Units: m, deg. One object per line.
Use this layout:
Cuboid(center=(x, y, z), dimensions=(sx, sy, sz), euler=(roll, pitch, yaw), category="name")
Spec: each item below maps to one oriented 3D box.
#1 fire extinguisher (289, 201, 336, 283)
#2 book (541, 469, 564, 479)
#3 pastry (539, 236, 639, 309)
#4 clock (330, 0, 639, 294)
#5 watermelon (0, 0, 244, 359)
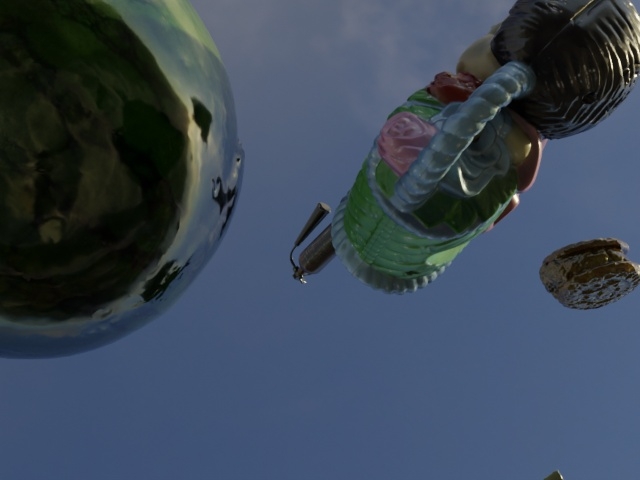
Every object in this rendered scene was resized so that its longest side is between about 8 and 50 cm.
Cuboid(center=(-0.005, 0.000, 1.166), dimensions=(0.046, 0.032, 0.100), euler=(48, -52, 3), category="fire extinguisher")
Cuboid(center=(0.232, 0.406, 1.309), dimensions=(0.201, 0.026, 0.289), euler=(-30, -98, -11), category="book")
Cuboid(center=(0.293, 0.034, 1.419), dimensions=(0.109, 0.057, 0.097), euler=(-14, -26, 2), category="pastry")
Cuboid(center=(0.105, -0.070, 0.815), dimensions=(0.100, 0.195, 0.194), euler=(43, -128, 6), category="clock")
Cuboid(center=(-0.232, -0.085, 0.974), dimensions=(0.363, 0.363, 0.363), euler=(-7, -71, -22), category="watermelon")
